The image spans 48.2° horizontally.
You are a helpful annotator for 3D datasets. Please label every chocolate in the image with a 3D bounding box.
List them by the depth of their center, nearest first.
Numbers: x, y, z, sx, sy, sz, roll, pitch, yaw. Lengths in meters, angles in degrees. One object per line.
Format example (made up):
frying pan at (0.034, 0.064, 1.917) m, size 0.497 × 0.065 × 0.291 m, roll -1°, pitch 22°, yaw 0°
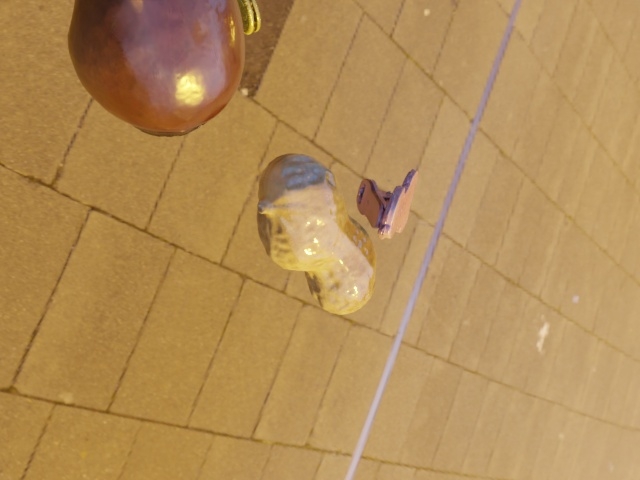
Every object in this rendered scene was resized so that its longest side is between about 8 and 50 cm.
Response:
chocolate at (-0.117, -0.151, 0.505) m, size 0.124 × 0.127 × 0.133 m, roll -54°, pitch 154°, yaw -23°

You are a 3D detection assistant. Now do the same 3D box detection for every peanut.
peanut at (0.000, 0.000, 0.872) m, size 0.117 × 0.101 × 0.263 m, roll -32°, pitch 136°, yaw 6°

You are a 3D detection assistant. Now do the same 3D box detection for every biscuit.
biscuit at (-0.119, -0.362, 1.106) m, size 0.023 × 0.084 × 0.084 m, roll -26°, pitch 120°, yaw -17°

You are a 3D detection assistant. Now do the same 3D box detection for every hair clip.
hair clip at (0.128, -0.054, 1.209) m, size 0.102 × 0.138 × 0.123 m, roll 4°, pitch 112°, yaw -16°
